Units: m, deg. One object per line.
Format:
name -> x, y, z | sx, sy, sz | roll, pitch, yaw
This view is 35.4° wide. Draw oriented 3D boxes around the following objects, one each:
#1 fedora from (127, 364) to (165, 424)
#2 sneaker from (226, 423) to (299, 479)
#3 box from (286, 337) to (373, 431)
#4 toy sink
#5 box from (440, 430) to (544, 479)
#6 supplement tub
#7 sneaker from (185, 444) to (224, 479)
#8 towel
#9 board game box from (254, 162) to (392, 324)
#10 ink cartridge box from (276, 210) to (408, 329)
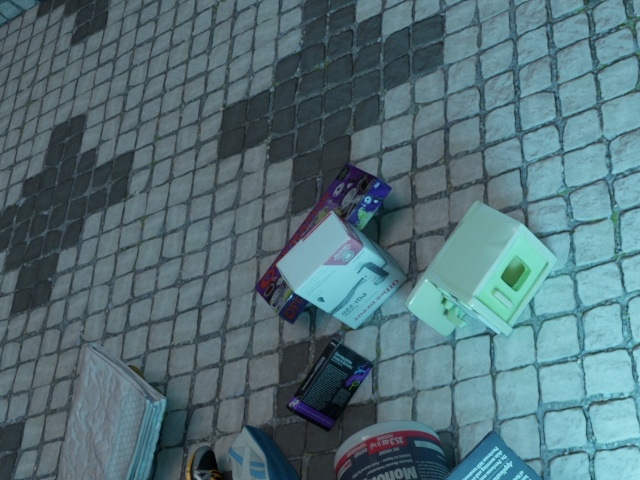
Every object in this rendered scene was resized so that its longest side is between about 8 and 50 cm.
fedora -> -0.402, 0.372, 2.241 | 0.194, 0.079, 0.194 | -6, 82, 47
sneaker -> -0.111, 0.462, 1.953 | 0.092, 0.087, 0.229 | -55, 35, 9
box -> 0.019, 0.277, 1.925 | 0.162, 0.116, 0.029 | -54, 42, -2
toy sink -> 0.289, 0.076, 1.792 | 0.234, 0.153, 0.131 | -54, 43, -2
box -> 0.232, 0.508, 1.393 | 0.343, 0.179, 0.312 | -40, 66, -16
supplement tub -> 0.138, 0.453, 1.653 | 0.191, 0.191, 0.272 | -34, 46, 20
sneaker -> -0.213, 0.513, 2.009 | 0.083, 0.084, 0.215 | -24, 60, 25
towel -> -0.471, 0.435, 2.213 | 0.317, 0.053, 0.332 | 25, 104, 47
board game box -> 0.000, 0.000, 2.120 | 0.347, 0.056, 0.208 | -54, 17, 0
ink cartridge box -> 0.045, 0.062, 1.964 | 0.158, 0.218, 0.092 | -44, 49, 10
